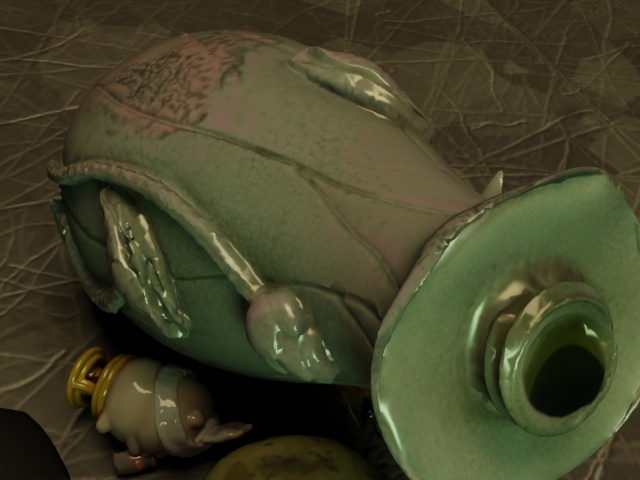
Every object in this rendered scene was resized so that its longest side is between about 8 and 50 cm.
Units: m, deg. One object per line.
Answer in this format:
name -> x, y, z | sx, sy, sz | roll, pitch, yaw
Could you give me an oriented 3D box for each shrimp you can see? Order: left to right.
shrimp -> 0.046, 0.093, 0.933 | 0.095, 0.045, 0.162 | 14, 34, -25

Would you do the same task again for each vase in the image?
vase -> 0.000, 0.000, 0.788 | 0.250, 0.249, 0.445 | -20, 26, -27

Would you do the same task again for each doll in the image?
doll -> -0.112, 0.124, 0.852 | 0.127, 0.073, 0.084 | 20, 77, 17

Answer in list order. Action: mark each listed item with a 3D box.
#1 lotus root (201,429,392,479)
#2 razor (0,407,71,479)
lotus root -> -0.001, 0.242, 0.683 | 0.173, 0.173, 0.309 | 2, 45, -7
razor -> -0.181, 0.257, 0.627 | 0.204, 0.113, 0.349 | -30, 54, 1
